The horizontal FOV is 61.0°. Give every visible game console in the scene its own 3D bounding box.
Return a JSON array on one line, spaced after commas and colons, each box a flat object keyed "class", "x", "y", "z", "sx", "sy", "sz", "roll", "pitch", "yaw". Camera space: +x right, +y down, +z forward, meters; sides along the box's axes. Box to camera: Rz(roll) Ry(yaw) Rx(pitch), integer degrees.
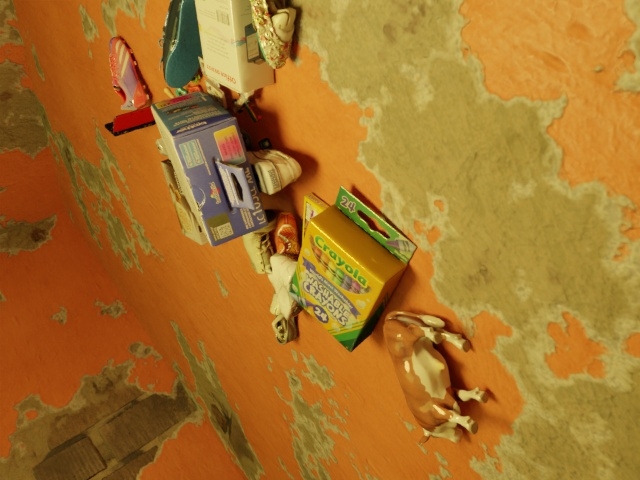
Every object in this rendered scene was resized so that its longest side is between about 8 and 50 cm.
[{"class": "game console", "x": -0.608, "y": -0.396, "z": 1.735, "sx": 0.124, "sy": 0.144, "sz": 0.085, "roll": 37, "pitch": 140, "yaw": 37}]

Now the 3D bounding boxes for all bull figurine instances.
[{"class": "bull figurine", "x": 0.222, "y": 0.280, "z": 1.063, "sx": 0.188, "sy": 0.101, "sz": 0.311, "roll": -17, "pitch": 101, "yaw": 55}]

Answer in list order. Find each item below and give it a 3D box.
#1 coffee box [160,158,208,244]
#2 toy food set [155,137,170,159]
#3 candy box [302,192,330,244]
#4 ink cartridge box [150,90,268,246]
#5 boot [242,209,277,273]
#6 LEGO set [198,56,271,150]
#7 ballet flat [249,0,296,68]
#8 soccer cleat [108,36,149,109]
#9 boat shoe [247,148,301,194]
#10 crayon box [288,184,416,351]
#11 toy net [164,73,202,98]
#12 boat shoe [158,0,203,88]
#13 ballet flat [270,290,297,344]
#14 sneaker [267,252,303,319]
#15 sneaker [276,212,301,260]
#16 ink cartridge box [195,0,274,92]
[{"class": "coffee box", "x": -0.381, "y": -0.129, "z": 1.646, "sx": 0.141, "sy": 0.098, "sz": 0.247, "roll": 23, "pitch": 132, "yaw": 47}, {"class": "toy food set", "x": -0.390, "y": -0.260, "z": 1.548, "sx": 0.232, "sy": 0.111, "sz": 0.105, "roll": -7, "pitch": 109, "yaw": 64}, {"class": "candy box", "x": 0.000, "y": 0.000, "z": 1.247, "sx": 0.105, "sy": 0.027, "sz": 0.206, "roll": 36, "pitch": 140, "yaw": 32}, {"class": "ink cartridge box", "x": -0.256, "y": -0.170, "z": 1.265, "sx": 0.395, "sy": 0.151, "sz": 0.270, "roll": -131, "pitch": 23, "yaw": -56}, {"class": "boot", "x": -0.151, "y": 0.007, "z": 1.431, "sx": 0.213, "sy": 0.077, "sz": 0.165, "roll": 6, "pitch": 117, "yaw": 60}, {"class": "LEGO set", "x": -0.192, "y": -0.319, "z": 1.294, "sx": 0.244, "sy": 0.060, "sz": 0.183, "roll": 43, "pitch": 156, "yaw": 32}, {"class": "ballet flat", "x": -0.088, "y": -0.438, "z": 0.996, "sx": 0.077, "sy": 0.091, "sz": 0.241, "roll": 2, "pitch": 121, "yaw": 31}, {"class": "soccer cleat", "x": -0.619, "y": -0.521, "z": 1.694, "sx": 0.083, "sy": 0.095, "sz": 0.248, "roll": -30, "pitch": 82, "yaw": 59}, {"class": "boat shoe", "x": -0.113, "y": -0.165, "z": 1.231, "sx": 0.096, "sy": 0.088, "sz": 0.267, "roll": 71, "pitch": 166, "yaw": -14}, {"class": "crayon box", "x": 0.052, "y": 0.070, "z": 1.142, "sx": 0.203, "sy": 0.083, "sz": 0.323, "roll": 41, "pitch": 142, "yaw": 20}, {"class": "toy net", "x": -0.369, "y": -0.396, "z": 1.486, "sx": 0.122, "sy": 0.045, "sz": 0.232, "roll": 25, "pitch": 143, "yaw": 7}, {"class": "boat shoe", "x": -0.329, "y": -0.495, "z": 1.311, "sx": 0.089, "sy": 0.109, "sz": 0.258, "roll": 54, "pitch": 132, "yaw": 28}, {"class": "ballet flat", "x": -0.107, "y": 0.207, "z": 1.525, "sx": 0.072, "sy": 0.068, "sz": 0.213, "roll": 29, "pitch": 135, "yaw": 43}, {"class": "sneaker", "x": -0.084, "y": 0.109, "z": 1.380, "sx": 0.115, "sy": 0.090, "sz": 0.232, "roll": 40, "pitch": 147, "yaw": 26}, {"class": "sneaker", "x": -0.077, "y": -0.004, "z": 1.343, "sx": 0.175, "sy": 0.064, "sz": 0.068, "roll": 100, "pitch": 170, "yaw": -54}, {"class": "ink cartridge box", "x": -0.178, "y": -0.432, "z": 1.119, "sx": 0.154, "sy": 0.093, "sz": 0.213, "roll": 36, "pitch": 138, "yaw": 39}]
